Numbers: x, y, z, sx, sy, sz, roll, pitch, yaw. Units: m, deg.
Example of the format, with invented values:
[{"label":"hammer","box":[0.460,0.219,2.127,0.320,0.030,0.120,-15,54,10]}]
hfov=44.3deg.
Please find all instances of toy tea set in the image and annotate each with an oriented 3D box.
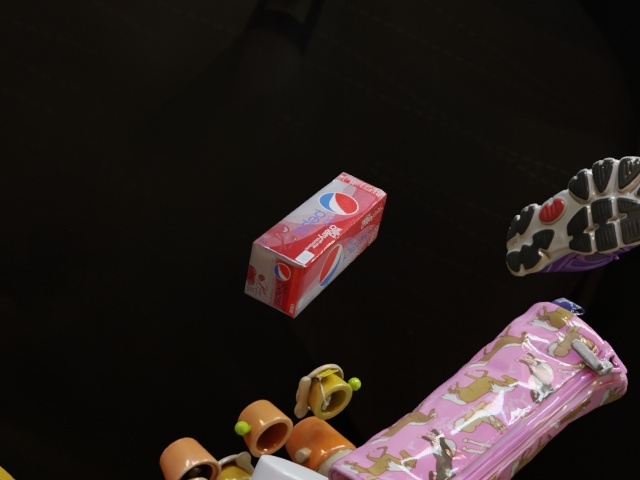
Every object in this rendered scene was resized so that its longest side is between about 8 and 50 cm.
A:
[{"label":"toy tea set","box":[-0.067,0.327,1.142,0.336,0.124,0.200,-21,133,-29]}]

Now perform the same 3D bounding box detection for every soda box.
[{"label":"soda box","box":[0.000,0.000,1.127,0.083,0.263,0.092,25,126,19]}]

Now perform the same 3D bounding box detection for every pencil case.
[{"label":"pencil case","box":[0.190,0.228,0.939,0.386,0.160,0.167,-32,144,-23]}]

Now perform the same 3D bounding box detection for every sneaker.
[{"label":"sneaker","box":[0.212,-0.013,0.592,0.071,0.170,0.068,7,75,-22]}]

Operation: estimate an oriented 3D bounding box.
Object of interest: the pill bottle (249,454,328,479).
[{"label":"pill bottle","box":[-0.078,0.444,0.982,0.176,0.176,0.318,26,81,-16]}]

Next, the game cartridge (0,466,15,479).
[{"label":"game cartridge","box":[-0.621,0.577,1.481,0.053,0.323,0.285,-3,65,-13]}]
